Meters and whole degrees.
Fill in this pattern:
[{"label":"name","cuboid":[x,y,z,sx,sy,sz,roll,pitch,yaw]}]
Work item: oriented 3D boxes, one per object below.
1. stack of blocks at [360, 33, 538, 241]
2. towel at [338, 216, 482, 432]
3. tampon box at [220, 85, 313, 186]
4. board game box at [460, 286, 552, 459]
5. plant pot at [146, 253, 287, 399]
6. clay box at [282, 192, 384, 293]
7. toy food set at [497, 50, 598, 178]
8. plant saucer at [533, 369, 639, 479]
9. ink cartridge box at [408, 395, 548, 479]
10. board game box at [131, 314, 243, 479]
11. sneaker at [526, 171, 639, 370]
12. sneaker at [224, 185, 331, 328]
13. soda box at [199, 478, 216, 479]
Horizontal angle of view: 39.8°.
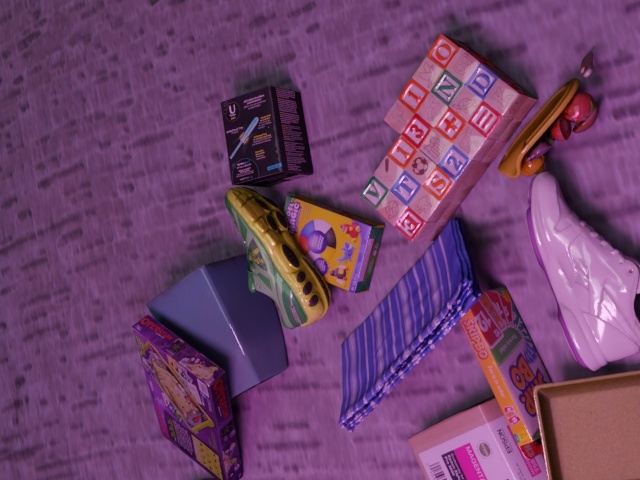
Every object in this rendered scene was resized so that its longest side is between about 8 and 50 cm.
[{"label":"stack of blocks","cuboid":[0.193,-0.164,1.457,0.171,0.087,0.297,44,114,25]},{"label":"towel","cuboid":[0.132,0.130,1.440,0.040,0.243,0.336,33,115,-15]},{"label":"tampon box","cuboid":[-0.100,-0.190,1.643,0.120,0.101,0.161,-12,84,33]},{"label":"board game box","cuboid":[0.301,0.201,1.371,0.039,0.124,0.259,-32,74,40]},{"label":"plant pot","cuboid":[-0.175,0.172,1.675,0.165,0.165,0.234,-33,81,30]},{"label":"clay box","cuboid":[0.000,0.000,1.611,0.222,0.053,0.127,20,104,31]},{"label":"toy food set","cuboid":[0.363,-0.170,1.333,0.071,0.128,0.218,37,112,-2]},{"label":"plant saucer","cuboid":[0.420,0.293,1.309,0.188,0.045,0.188,-9,85,4]},{"label":"ink cartridge box","cuboid":[0.268,0.380,1.393,0.193,0.088,0.235,-42,67,47]},{"label":"board game box","cuboid":[-0.248,0.313,1.678,0.208,0.056,0.347,27,142,26]},{"label":"sneaker","cuboid":[0.407,0.032,1.324,0.152,0.114,0.305,-22,83,18]},{"label":"sneaker","cuboid":[-0.101,0.031,1.585,0.123,0.109,0.295,-40,72,28]},{"label":"soda box","cuboid":[-0.220,0.591,1.762,0.069,0.074,0.216,-11,85,33]}]
